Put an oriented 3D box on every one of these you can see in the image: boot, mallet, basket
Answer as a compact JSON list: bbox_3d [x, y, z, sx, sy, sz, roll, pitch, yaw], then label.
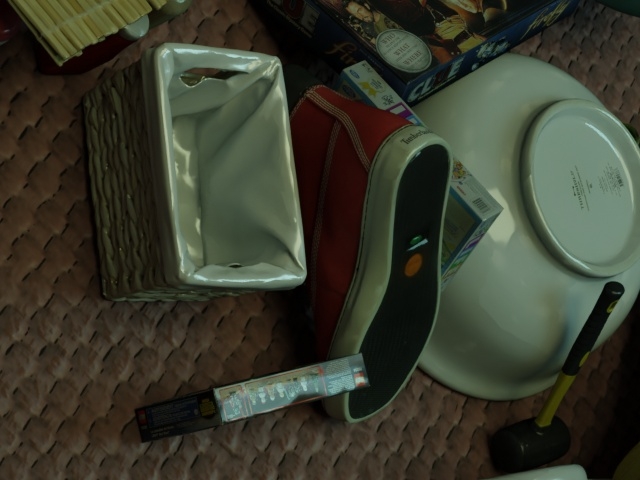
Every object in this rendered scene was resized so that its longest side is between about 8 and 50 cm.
[{"bbox_3d":[0.000,0.000,1.451,0.088,0.176,0.244,-20,129,-43],"label":"boot"},{"bbox_3d":[0.183,0.108,1.527,0.062,0.190,0.039,-18,51,-34],"label":"mallet"},{"bbox_3d":[-0.090,-0.041,1.370,0.113,0.103,0.167,2,77,-40],"label":"basket"}]

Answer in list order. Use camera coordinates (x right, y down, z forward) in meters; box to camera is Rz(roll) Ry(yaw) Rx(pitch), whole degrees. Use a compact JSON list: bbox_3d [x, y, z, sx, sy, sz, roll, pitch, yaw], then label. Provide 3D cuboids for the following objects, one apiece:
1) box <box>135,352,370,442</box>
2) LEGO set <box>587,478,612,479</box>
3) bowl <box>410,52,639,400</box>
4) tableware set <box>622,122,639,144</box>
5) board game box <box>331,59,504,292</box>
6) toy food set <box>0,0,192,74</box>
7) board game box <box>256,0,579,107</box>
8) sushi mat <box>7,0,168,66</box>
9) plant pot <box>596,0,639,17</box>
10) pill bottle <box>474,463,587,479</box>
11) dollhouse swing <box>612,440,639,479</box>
[{"bbox_3d":[-0.047,0.109,1.371,0.137,0.094,0.027,-10,85,-42],"label":"box"},{"bbox_3d":[0.276,0.286,1.642,0.244,0.060,0.183,2,82,-33],"label":"LEGO set"},{"bbox_3d":[0.168,-0.027,1.567,0.297,0.134,0.298,12,71,-37],"label":"bowl"},{"bbox_3d":[0.289,-0.041,1.692,0.024,0.104,0.154,56,27,-57],"label":"tableware set"},{"bbox_3d":[0.054,-0.043,1.454,0.026,0.103,0.154,-28,70,-42],"label":"board game box"},{"bbox_3d":[-0.168,-0.179,1.341,0.232,0.104,0.111,-3,80,-41],"label":"toy food set"},{"bbox_3d":[0.078,-0.202,1.548,0.165,0.042,0.243,42,47,17],"label":"board game box"},{"bbox_3d":[-0.211,-0.270,1.315,0.151,0.019,0.316,-36,84,-32],"label":"sushi mat"},{"bbox_3d":[0.286,-0.327,1.657,0.235,0.293,0.293,56,45,-45],"label":"plant pot"},{"bbox_3d":[0.150,0.296,1.457,0.136,0.136,0.246,-3,80,-41],"label":"pill bottle"},{"bbox_3d":[0.414,0.212,1.635,0.347,0.315,0.305,39,11,-16],"label":"dollhouse swing"}]
